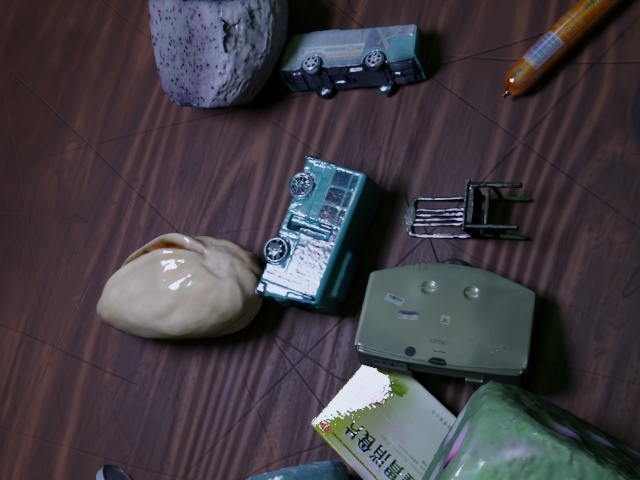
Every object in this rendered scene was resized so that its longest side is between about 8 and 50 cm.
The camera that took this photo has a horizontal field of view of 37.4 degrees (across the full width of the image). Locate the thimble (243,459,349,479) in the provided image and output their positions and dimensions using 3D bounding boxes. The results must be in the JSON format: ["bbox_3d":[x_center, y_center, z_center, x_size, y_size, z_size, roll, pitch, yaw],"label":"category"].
[{"bbox_3d":[-0.049,0.438,1.498,0.235,0.198,0.143,-31,65,48],"label":"thimble"}]

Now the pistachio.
[{"bbox_3d":[-0.249,0.090,1.669,0.318,0.214,0.193,-14,29,28],"label":"pistachio"}]

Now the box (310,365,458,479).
[{"bbox_3d":[0.134,0.321,1.522,0.260,0.062,0.175,42,94,24],"label":"box"}]

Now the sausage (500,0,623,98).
[{"bbox_3d":[0.429,-0.362,1.576,0.348,0.053,0.053,-44,66,6],"label":"sausage"}]

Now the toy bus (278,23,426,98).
[{"bbox_3d":[0.059,-0.323,1.698,0.261,0.091,0.109,1,67,21],"label":"toy bus"}]

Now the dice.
[{"bbox_3d":[0.289,0.396,1.269,0.322,0.330,0.318,29,95,9],"label":"dice"}]

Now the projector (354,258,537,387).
[{"bbox_3d":[0.201,0.128,1.503,0.269,0.088,0.194,7,58,13],"label":"projector"}]

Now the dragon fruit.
[{"bbox_3d":[-0.167,-0.359,1.737,0.283,0.204,0.221,22,118,49],"label":"dragon fruit"}]

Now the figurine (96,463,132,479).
[{"bbox_3d":[-0.418,0.524,1.656,0.236,0.133,0.176,-40,85,2],"label":"figurine"}]

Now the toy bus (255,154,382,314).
[{"bbox_3d":[0.000,0.000,1.618,0.147,0.128,0.256,17,82,23],"label":"toy bus"}]

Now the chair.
[{"bbox_3d":[0.228,-0.048,1.553,0.212,0.101,0.084,2,78,21],"label":"chair"}]
